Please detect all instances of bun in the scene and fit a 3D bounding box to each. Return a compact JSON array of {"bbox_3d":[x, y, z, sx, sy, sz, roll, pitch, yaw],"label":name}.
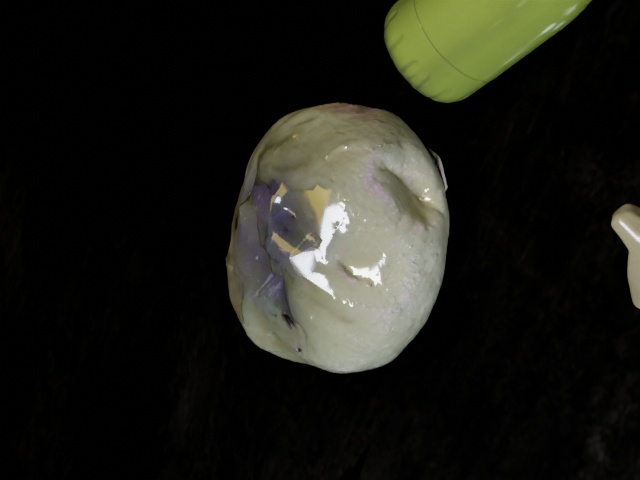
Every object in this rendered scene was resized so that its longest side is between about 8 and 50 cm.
[{"bbox_3d":[-0.002,-0.004,1.079,0.272,0.168,0.273,-10,78,53],"label":"bun"}]

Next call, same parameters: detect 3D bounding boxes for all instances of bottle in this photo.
[{"bbox_3d":[0.176,-0.228,0.972,0.260,0.112,0.112,-35,53,38],"label":"bottle"}]

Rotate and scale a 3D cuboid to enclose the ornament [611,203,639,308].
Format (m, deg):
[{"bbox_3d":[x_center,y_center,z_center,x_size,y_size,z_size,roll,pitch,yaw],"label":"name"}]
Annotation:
[{"bbox_3d":[0.306,0.056,0.665,0.061,0.245,0.230,-50,16,-30],"label":"ornament"}]
